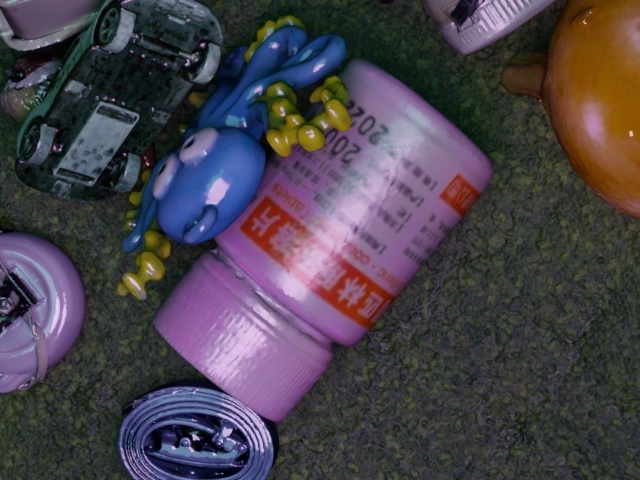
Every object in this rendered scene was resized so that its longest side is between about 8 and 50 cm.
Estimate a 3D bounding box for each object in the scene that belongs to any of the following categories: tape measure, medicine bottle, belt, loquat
[{"bbox_3d":[-0.377,0.072,1.843,0.196,0.105,0.178,42,91,6],"label":"tape measure"},{"bbox_3d":[0.000,0.000,1.755,0.219,0.219,0.388,41,92,5],"label":"medicine bottle"},{"bbox_3d":[-0.146,0.238,1.830,0.190,0.082,0.141,7,92,4],"label":"belt"},{"bbox_3d":[0.227,-0.319,1.752,0.235,0.207,0.115,-35,96,4],"label":"tape measure"},{"bbox_3d":[0.374,-0.178,1.686,0.359,0.328,0.328,6,89,20],"label":"loquat"}]

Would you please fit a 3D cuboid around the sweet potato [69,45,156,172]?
[{"bbox_3d":[-0.264,-0.203,1.864,0.057,0.057,0.264,-21,86,4],"label":"sweet potato"}]

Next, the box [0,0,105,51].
[{"bbox_3d":[-0.306,-0.374,1.790,0.221,0.166,0.290,-20,72,0],"label":"box"}]

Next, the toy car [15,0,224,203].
[{"bbox_3d":[-0.235,-0.179,1.749,0.136,0.125,0.306,17,123,-34],"label":"toy car"}]

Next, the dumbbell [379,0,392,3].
[{"bbox_3d":[0.123,-0.388,1.797,0.225,0.140,0.124,-38,90,1],"label":"dumbbell"}]

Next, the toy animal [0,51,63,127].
[{"bbox_3d":[-0.316,-0.175,1.852,0.137,0.098,0.098,11,89,-8],"label":"toy animal"}]

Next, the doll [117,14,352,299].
[{"bbox_3d":[-0.112,-0.118,1.730,0.346,0.341,0.099,-34,123,28],"label":"doll"}]
